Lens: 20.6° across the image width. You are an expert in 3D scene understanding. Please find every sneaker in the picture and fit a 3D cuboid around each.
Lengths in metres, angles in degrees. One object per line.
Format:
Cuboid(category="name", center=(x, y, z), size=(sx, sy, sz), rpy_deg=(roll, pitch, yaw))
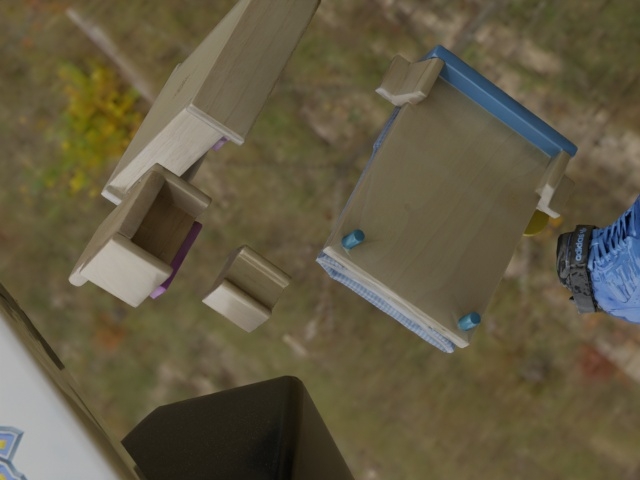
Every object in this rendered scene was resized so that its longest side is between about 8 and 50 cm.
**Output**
Cuboid(category="sneaker", center=(0.201, 0.006, 1.202), size=(0.084, 0.058, 0.152), rpy_deg=(8, 150, 15))

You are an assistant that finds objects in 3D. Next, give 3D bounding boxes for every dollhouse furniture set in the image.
Cuboid(category="dollhouse furniture set", center=(0.000, 0.000, 1.331), size=(0.303, 0.286, 0.198), rpy_deg=(33, 152, -12))

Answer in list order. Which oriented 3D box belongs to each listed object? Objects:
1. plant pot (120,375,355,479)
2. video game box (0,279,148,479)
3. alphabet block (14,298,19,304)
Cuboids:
Cuboid(category="plant pot", center=(-0.059, 0.209, 1.296), size=(0.187, 0.167, 0.188), rpy_deg=(-15, 121, 20))
Cuboid(category="video game box", center=(-0.140, 0.068, 0.368), size=(0.205, 0.187, 0.048), rpy_deg=(49, 173, 23))
Cuboid(category="alphabet block", center=(-0.192, 0.132, 0.536), size=(0.193, 0.197, 0.192), rpy_deg=(-106, 17, -70))
